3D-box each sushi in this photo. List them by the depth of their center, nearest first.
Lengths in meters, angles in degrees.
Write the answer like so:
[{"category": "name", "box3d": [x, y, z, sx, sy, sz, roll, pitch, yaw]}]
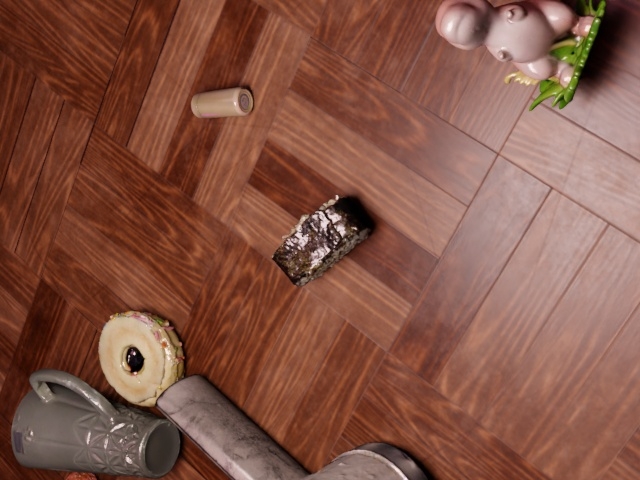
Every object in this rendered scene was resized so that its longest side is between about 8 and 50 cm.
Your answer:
[{"category": "sushi", "box3d": [0.000, 0.000, 1.260, 0.150, 0.090, 0.078, -43, 78, 28]}]

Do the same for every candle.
[{"category": "candle", "box3d": [0.012, 0.408, 1.183, 0.187, 0.330, 0.187, 10, 106, 38]}]

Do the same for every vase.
[{"category": "vase", "box3d": [-0.394, 0.330, 1.520, 0.300, 0.156, 0.251, 3, 124, 30]}]

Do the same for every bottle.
[{"category": "bottle", "box3d": [-0.153, -0.212, 1.349, 0.096, 0.045, 0.045, 2, 99, 35]}]

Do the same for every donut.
[{"category": "donut", "box3d": [-0.302, 0.199, 1.497, 0.174, 0.068, 0.175, 5, 101, 30]}]

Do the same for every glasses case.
[{"category": "glasses case", "box3d": [-0.125, 0.329, 1.377, 0.299, 0.114, 0.060, 38, 115, 22]}]

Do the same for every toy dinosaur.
[{"category": "toy dinosaur", "box3d": [0.225, -0.231, 1.026, 0.177, 0.194, 0.152, 22, 124, 10]}]

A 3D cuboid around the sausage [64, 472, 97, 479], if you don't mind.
[{"category": "sausage", "box3d": [-0.451, 0.499, 1.639, 0.076, 0.076, 0.141, 15, 105, 30]}]
